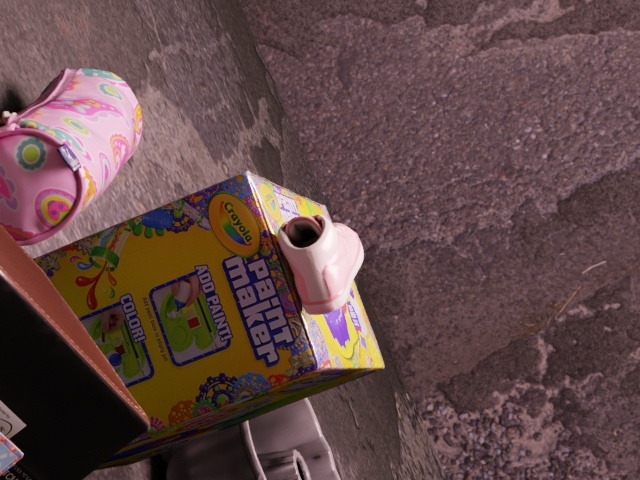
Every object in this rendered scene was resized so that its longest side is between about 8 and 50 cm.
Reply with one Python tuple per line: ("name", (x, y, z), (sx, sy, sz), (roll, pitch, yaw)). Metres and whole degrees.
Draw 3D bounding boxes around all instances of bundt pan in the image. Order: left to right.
("bundt pan", (-0.072, 0.273, 1.697), (0.331, 0.124, 0.331), (-23, 90, -80))

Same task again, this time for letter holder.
("letter holder", (-0.282, 0.033, 1.045), (0.214, 0.152, 0.302), (49, -5, 41))

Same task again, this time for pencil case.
("pencil case", (-0.255, -0.090, 1.519), (0.284, 0.124, 0.124), (-68, 136, -72))

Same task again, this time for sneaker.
("sneaker", (0.000, 0.000, 1.268), (0.134, 0.051, 0.070), (-78, 150, -64))

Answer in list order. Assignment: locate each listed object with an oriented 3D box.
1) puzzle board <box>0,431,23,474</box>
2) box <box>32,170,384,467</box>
("puzzle board", (-0.261, 0.155, 0.988), (0.011, 0.128, 0.096), (44, -8, 41))
("box", (-0.123, 0.081, 1.400), (0.290, 0.279, 0.177), (18, 51, -76))
